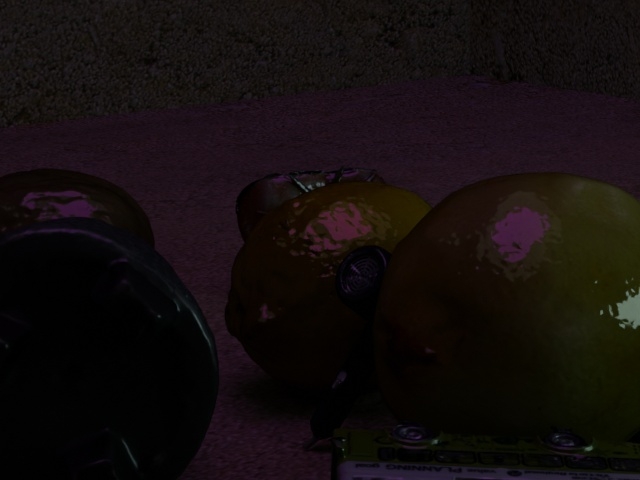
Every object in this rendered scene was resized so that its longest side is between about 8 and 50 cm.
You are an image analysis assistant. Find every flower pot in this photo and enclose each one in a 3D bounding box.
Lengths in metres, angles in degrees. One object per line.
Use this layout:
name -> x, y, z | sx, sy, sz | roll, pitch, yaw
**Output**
flower pot -> -0.242, 0.131, 1.589 | 0.299, 0.299, 0.283 | -1, 8, -7

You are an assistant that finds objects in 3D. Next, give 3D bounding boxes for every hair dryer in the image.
hair dryer -> 0.036, 0.120, 1.761 | 0.071, 0.219, 0.124 | 28, -4, 44

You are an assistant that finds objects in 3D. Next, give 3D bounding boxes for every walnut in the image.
walnut -> -0.334, 0.030, 2.042 | 0.283, 0.227, 0.283 | -2, 56, 3

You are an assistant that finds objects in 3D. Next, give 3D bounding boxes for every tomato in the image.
tomato -> 0.000, 0.000, 2.340 | 0.214, 0.155, 0.180 | -8, -20, -11

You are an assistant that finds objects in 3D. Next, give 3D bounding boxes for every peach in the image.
peach -> 0.209, 0.083, 1.657 | 0.281, 0.314, 0.316 | 22, -5, 46

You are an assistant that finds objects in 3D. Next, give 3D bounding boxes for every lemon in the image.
lemon -> 0.028, 0.055, 1.939 | 0.320, 0.245, 0.245 | -20, 23, -41

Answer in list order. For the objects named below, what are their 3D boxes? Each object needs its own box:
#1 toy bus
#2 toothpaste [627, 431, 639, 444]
toy bus -> 0.155, 0.231, 1.482 | 0.302, 0.113, 0.139 | 2, 17, 1
toothpaste -> 0.340, 0.177, 1.791 | 0.044, 0.070, 0.193 | -2, 13, -19
